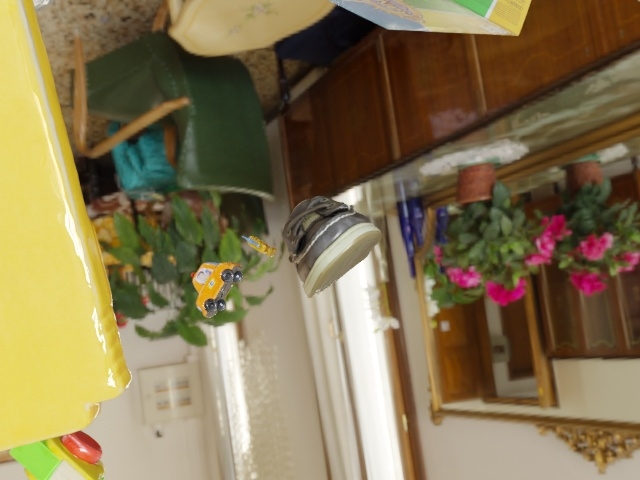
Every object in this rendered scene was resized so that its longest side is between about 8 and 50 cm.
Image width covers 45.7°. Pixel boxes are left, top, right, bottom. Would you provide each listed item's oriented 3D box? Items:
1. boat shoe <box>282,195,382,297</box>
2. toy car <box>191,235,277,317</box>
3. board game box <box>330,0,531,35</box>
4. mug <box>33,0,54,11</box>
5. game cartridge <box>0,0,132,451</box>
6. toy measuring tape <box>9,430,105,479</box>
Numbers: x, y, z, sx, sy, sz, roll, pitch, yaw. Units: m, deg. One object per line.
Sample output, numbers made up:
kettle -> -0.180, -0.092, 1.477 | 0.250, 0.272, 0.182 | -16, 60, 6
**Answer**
boat shoe -> 0.001, -0.001, 0.662 | 0.080, 0.073, 0.223 | -39, 176, -1
toy car -> -0.090, 0.032, 0.744 | 0.040, 0.060, 0.122 | 30, -161, 9
board game box -> 0.119, -0.387, 1.151 | 0.242, 0.064, 0.316 | 14, -173, -35
mug -> -0.421, -0.373, 0.752 | 0.276, 0.374, 0.328 | -47, 174, 36
game cartridge -> -0.297, -0.008, 0.490 | 0.285, 0.324, 0.052 | -13, -175, -3
toy measuring tape -> -0.342, 0.386, 1.153 | 0.330, 0.121, 0.121 | 35, -173, 16
